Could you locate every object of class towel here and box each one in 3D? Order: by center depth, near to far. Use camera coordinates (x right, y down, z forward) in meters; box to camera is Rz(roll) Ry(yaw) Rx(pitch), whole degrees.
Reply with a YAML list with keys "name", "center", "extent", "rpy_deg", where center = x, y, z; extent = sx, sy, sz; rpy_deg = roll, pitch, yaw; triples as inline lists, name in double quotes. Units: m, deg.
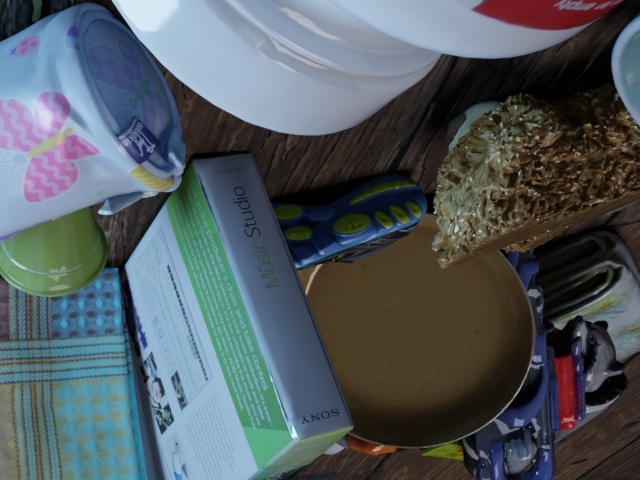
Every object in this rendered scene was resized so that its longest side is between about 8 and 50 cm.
- name: "towel"
  center: [-0.261, 0.212, 1.120]
  extent: [0.271, 0.370, 0.040]
  rpy_deg: [-4, 175, -31]
- name: "towel"
  center: [0.231, 0.118, 1.644]
  extent: [0.320, 0.090, 0.374]
  rpy_deg: [-21, 159, 13]

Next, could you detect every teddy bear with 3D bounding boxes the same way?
- name: "teddy bear"
  center: [0.224, -0.078, 1.150]
  extent: [0.338, 0.113, 0.245]
  rpy_deg: [-19, 168, -17]

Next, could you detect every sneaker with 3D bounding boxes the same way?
- name: "sneaker"
  center: [0.000, 0.000, 1.193]
  extent: [0.188, 0.067, 0.078]
  rpy_deg: [-15, 153, -12]
- name: "sneaker"
  center: [0.296, 0.232, 1.898]
  extent: [0.271, 0.100, 0.108]
  rpy_deg: [-25, 147, -23]

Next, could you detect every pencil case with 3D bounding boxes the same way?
- name: "pencil case"
  center: [-0.218, -0.040, 0.857]
  extent: [0.273, 0.113, 0.124]
  rpy_deg: [-22, 137, 15]

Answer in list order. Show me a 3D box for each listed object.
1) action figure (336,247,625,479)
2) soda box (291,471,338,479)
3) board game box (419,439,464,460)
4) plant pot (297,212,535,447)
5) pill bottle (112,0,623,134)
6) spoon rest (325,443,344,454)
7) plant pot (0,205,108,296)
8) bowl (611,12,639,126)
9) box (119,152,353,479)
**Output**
- name: "action figure"
  center: [0.136, 0.093, 1.402]
  extent: [0.330, 0.341, 0.178]
  rpy_deg: [2, -161, -2]
- name: "soda box"
  center: [-0.121, 0.298, 1.422]
  extent: [0.286, 0.091, 0.098]
  rpy_deg: [-4, 160, -3]
- name: "board game box"
  center: [0.181, 0.250, 1.934]
  extent: [0.043, 0.092, 0.181]
  rpy_deg: [-25, 158, 22]
- name: "plant pot"
  center: [0.079, 0.080, 1.300]
  extent: [0.236, 0.236, 0.032]
  rpy_deg: [-23, -164, 16]
- name: "pill bottle"
  center: [0.088, -0.211, 0.495]
  extent: [0.229, 0.229, 0.407]
  rpy_deg: [2, 152, -41]
- name: "spoon rest"
  center: [-0.035, 0.252, 1.787]
  extent: [0.137, 0.084, 0.276]
  rpy_deg: [-1, 153, -36]
- name: "plant pot"
  center: [-0.194, -0.016, 1.006]
  extent: [0.083, 0.083, 0.079]
  rpy_deg: [-11, 146, -16]
- name: "bowl"
  center: [0.365, -0.124, 0.921]
  extent: [0.311, 0.163, 0.311]
  rpy_deg: [27, 166, 7]
- name: "box"
  center: [-0.096, 0.105, 1.155]
  extent: [0.058, 0.232, 0.322]
  rpy_deg: [-11, 160, -28]
